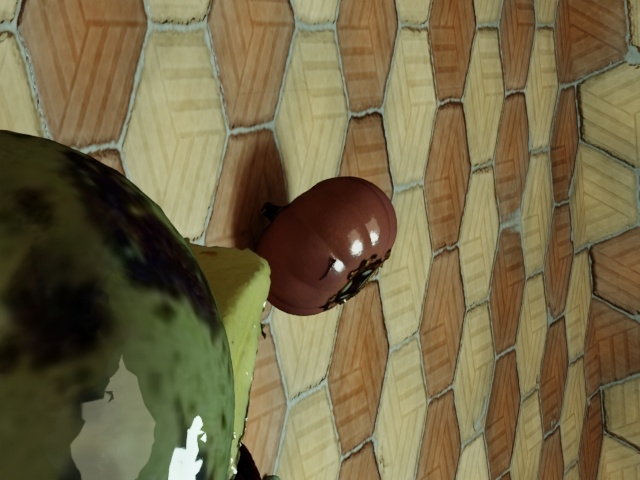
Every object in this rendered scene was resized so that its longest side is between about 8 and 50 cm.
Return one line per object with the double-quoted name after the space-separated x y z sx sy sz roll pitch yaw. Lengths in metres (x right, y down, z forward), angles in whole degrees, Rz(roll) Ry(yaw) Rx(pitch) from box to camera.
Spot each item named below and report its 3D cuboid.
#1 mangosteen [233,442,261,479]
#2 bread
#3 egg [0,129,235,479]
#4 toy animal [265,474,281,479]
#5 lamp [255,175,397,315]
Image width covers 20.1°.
-0.150 0.222 1.584 0.216 0.216 0.216 5 90 -70 "mangosteen"
-0.154 0.088 1.516 0.178 0.240 0.135 -57 146 -51 "bread"
-0.235 0.140 1.169 0.345 0.345 0.428 13 90 -69 "egg"
-0.023 0.380 2.186 0.176 0.073 0.217 -24 122 -61 "toy animal"
0.000 0.000 2.050 0.182 0.140 0.182 -38 168 -9 "lamp"
